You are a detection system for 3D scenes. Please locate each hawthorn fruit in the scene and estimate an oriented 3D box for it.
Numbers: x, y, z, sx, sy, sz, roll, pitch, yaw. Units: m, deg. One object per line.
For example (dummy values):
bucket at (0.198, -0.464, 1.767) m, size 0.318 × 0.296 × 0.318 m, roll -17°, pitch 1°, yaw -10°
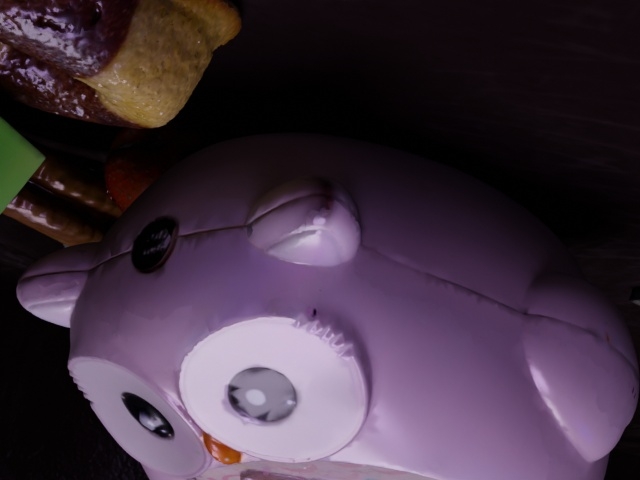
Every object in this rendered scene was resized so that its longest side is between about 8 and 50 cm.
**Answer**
hawthorn fruit at (-0.113, -0.052, 0.884) m, size 0.093 × 0.093 × 0.093 m, roll 14°, pitch 169°, yaw 3°

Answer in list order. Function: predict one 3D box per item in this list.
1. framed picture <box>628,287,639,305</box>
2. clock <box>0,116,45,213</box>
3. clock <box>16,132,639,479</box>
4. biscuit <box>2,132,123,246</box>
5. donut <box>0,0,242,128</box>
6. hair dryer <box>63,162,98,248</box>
framed picture at (0.409, 0.071, 0.970) m, size 0.192 × 0.018 × 0.265 m, roll 20°, pitch 168°, yaw -27°
clock at (-0.308, -0.111, 0.629) m, size 0.255 × 0.106 × 0.220 m, roll 34°, pitch 171°, yaw 34°
clock at (0.016, 0.072, 0.826) m, size 0.368 × 0.250 × 0.377 m, roll -15°, pitch 141°, yaw 34°
biscuit at (-0.245, -0.056, 0.953) m, size 0.220 × 0.066 × 0.220 m, roll 29°, pitch 177°, yaw 2°
donut at (-0.138, -0.115, 0.620) m, size 0.166 × 0.073 × 0.184 m, roll 8°, pitch 166°, yaw 42°
hair dryer at (-0.152, -0.018, 1.190) m, size 0.237 × 0.075 × 0.206 m, roll 7°, pitch 163°, yaw -1°
